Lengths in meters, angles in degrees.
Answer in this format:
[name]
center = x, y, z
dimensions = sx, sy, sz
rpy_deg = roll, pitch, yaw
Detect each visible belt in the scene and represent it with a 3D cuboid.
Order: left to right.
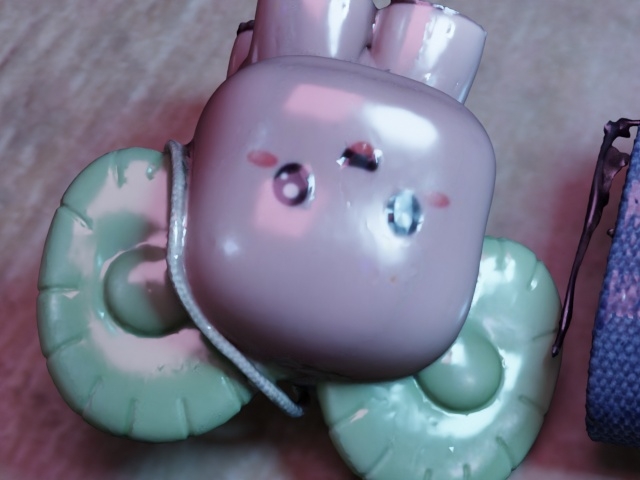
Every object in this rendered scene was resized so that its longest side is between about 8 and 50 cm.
[belt]
center = 0.201, 0.009, 1.025
dimensions = 0.126, 0.139, 0.230
rpy_deg = 8, 56, 16

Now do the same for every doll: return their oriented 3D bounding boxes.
[doll]
center = 0.000, 0.000, 1.034
dimensions = 0.284, 0.216, 0.268
rpy_deg = 16, 76, -6
